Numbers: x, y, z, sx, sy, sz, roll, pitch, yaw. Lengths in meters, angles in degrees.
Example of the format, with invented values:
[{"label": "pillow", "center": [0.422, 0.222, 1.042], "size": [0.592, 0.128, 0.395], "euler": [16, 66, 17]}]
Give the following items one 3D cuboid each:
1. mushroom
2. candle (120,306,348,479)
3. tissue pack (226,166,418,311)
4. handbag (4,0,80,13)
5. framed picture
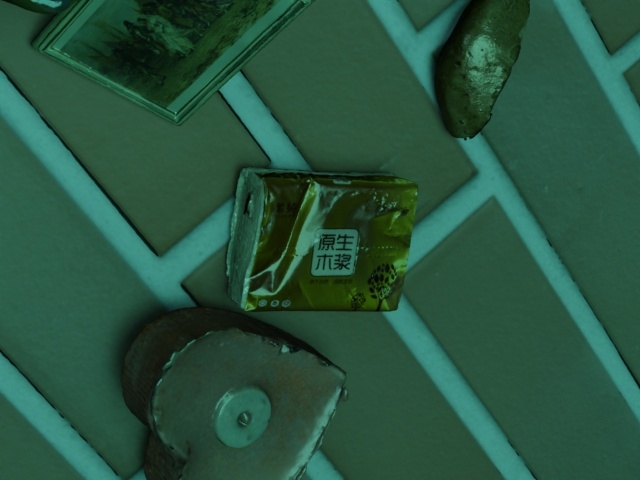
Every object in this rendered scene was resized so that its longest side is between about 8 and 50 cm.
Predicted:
[{"label": "mushroom", "center": [0.204, -0.238, 1.625], "size": [0.094, 0.072, 0.209], "euler": [25, 96, -19]}, {"label": "candle", "center": [-0.110, 0.208, 1.601], "size": [0.287, 0.131, 0.316], "euler": [-26, 124, -21]}, {"label": "tissue pack", "center": [0.000, 0.000, 1.600], "size": [0.226, 0.092, 0.183], "euler": [1, 105, -26]}, {"label": "handbag", "center": [-0.297, -0.375, 1.269], "size": [0.222, 0.241, 0.263], "euler": [30, 91, -28]}, {"label": "framed picture", "center": [-0.167, -0.243, 1.392], "size": [0.217, 0.017, 0.274], "euler": [26, 134, -29]}]
